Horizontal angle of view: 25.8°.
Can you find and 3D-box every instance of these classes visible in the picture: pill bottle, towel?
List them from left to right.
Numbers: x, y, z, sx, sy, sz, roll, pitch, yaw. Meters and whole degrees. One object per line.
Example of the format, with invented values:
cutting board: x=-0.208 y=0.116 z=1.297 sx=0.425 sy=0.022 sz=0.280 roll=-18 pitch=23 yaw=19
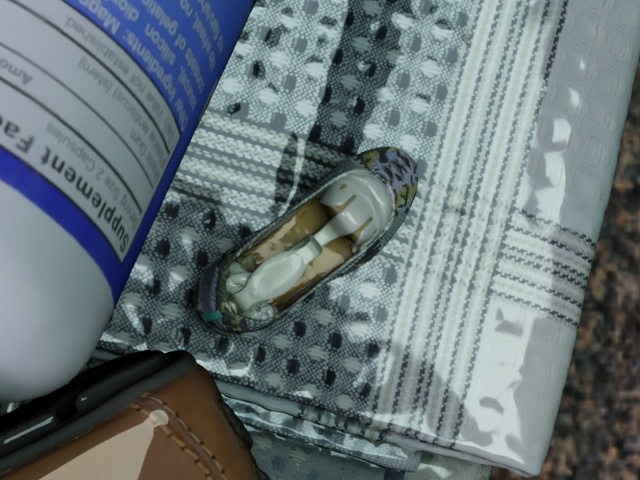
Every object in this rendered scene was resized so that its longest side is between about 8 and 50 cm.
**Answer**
pill bottle: x=-0.120 y=-0.042 z=0.453 sx=0.152 sy=0.152 sz=0.272 roll=28 pitch=66 yaw=-14
towel: x=-0.017 y=-0.045 z=0.606 sx=0.312 sy=0.056 sz=0.324 roll=20 pitch=83 yaw=-16

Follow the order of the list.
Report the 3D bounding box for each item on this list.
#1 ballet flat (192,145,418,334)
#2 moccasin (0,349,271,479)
ballet flat: x=0.000 y=0.000 z=0.567 sx=0.114 sy=0.041 sz=0.041 roll=-37 pitch=99 yaw=-15
moccasin: x=-0.188 y=0.175 z=0.501 sx=0.380 sy=0.139 sz=0.147 roll=-24 pitch=93 yaw=-16
